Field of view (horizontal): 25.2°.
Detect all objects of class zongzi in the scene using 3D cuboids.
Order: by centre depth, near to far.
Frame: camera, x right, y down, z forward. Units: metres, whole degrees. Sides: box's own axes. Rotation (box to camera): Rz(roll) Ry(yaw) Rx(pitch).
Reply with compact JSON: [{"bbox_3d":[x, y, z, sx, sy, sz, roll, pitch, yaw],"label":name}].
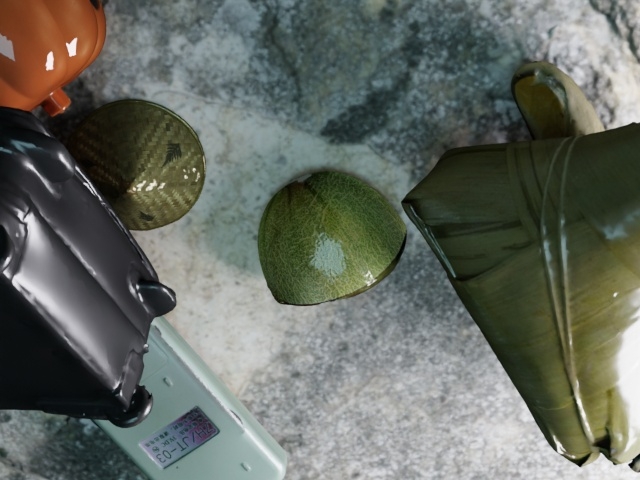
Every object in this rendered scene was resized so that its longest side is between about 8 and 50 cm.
[{"bbox_3d":[0.329,0.077,1.363,0.418,0.181,0.447,-15,117,37],"label":"zongzi"}]

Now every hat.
[{"bbox_3d":[-0.190,-0.063,1.442,0.146,0.067,0.146,1,116,1],"label":"hat"}]

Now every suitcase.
[{"bbox_3d":[-0.345,0.035,1.346,0.339,0.188,0.345,-3,149,20],"label":"suitcase"}]

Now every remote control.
[{"bbox_3d":[-0.174,0.181,1.563,0.140,0.056,0.296,-35,108,14],"label":"remote control"}]

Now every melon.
[{"bbox_3d":[0.000,0.000,1.461,0.160,0.079,0.128,-22,114,12],"label":"melon"}]

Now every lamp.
[{"bbox_3d":[-0.287,-0.184,1.320,0.188,0.187,0.164,-36,95,16],"label":"lamp"}]

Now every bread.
[{"bbox_3d":[0.257,-0.090,1.427,0.073,0.053,0.214,-19,113,38],"label":"bread"}]
